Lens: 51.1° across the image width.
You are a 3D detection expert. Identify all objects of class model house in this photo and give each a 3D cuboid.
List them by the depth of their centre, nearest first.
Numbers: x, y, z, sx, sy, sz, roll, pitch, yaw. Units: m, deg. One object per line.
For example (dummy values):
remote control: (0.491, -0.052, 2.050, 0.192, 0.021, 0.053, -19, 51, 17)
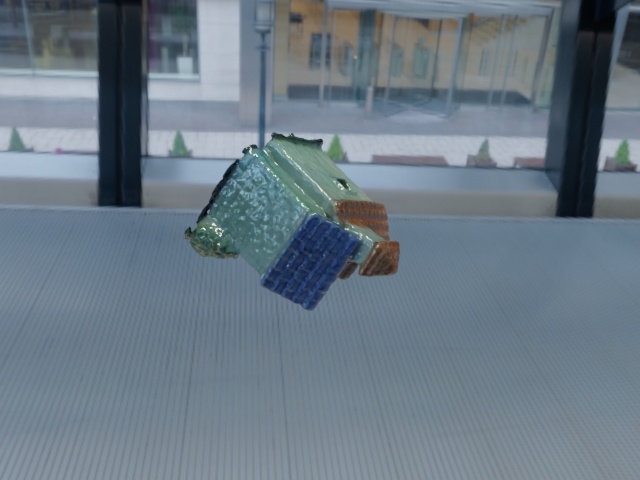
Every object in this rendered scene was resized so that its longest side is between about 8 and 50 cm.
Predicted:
model house: (0.000, 0.000, 0.554, 0.149, 0.119, 0.148, 41, 19, 24)
